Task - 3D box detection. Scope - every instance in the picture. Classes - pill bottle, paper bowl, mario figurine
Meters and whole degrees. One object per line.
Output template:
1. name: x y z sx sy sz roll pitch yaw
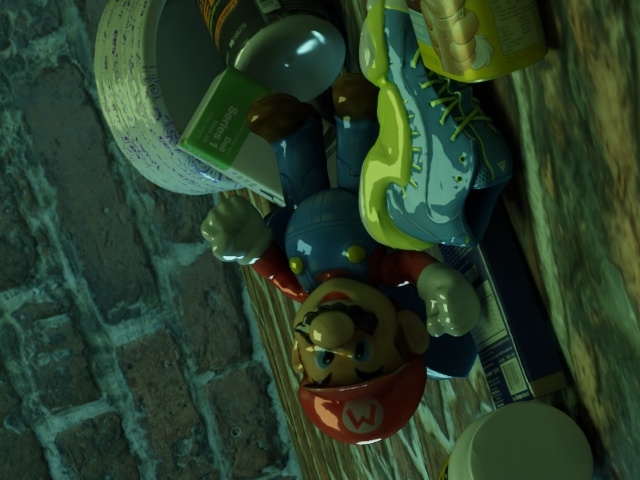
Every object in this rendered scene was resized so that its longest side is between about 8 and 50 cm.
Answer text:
1. pill bottle: 0.161 0.209 1.162 0.208 0.119 0.119 93 157 -68
2. paper bowl: -0.162 -0.198 1.694 0.148 0.284 0.284 -7 106 41
3. mario figurine: 0.015 0.015 1.180 0.198 0.170 0.321 -28 67 52
4. pill bottle: -0.071 -0.269 1.538 0.130 0.130 0.246 81 167 -49

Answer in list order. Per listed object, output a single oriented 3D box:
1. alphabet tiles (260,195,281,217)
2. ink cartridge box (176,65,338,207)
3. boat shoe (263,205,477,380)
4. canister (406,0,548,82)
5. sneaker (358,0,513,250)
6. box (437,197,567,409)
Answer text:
1. alphabet tiles: 0.000 0.000 1.605 0.285 0.011 0.342 49 -161 -42
2. ink cartridge box: -0.027 -0.081 1.395 0.219 0.093 0.160 30 178 -9
3. boat shoe: 0.032 0.065 1.332 0.258 0.109 0.089 41 159 -17
4. canister: 0.086 -0.197 0.900 0.126 0.073 0.170 -133 24 -71
5. sneaker: 0.100 -0.103 1.063 0.126 0.091 0.240 16 115 35
6. box: 0.141 0.029 1.170 0.136 0.036 0.225 116 135 -78
